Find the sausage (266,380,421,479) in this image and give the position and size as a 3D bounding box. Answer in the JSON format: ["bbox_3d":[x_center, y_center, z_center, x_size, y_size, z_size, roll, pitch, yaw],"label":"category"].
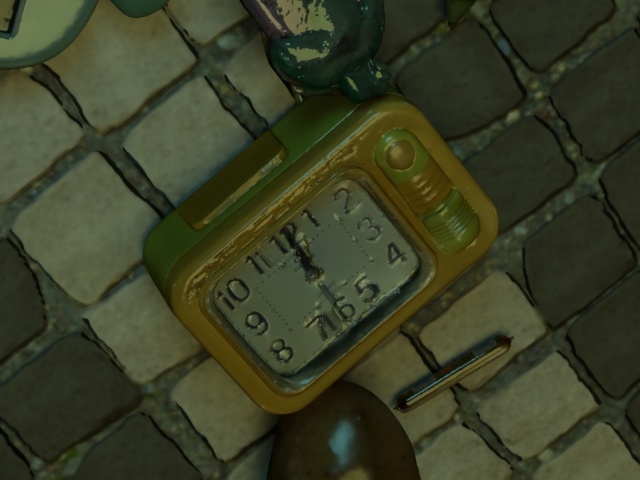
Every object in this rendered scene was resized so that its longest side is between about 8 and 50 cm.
[{"bbox_3d":[0.010,0.333,1.411,0.136,0.123,0.501,10,110,7],"label":"sausage"}]

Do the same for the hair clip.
[{"bbox_3d":[-0.035,-0.251,1.174,0.110,0.095,0.359,-6,112,11],"label":"hair clip"}]

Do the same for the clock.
[{"bbox_3d":[0.000,0.000,1.282,0.202,0.096,0.143,-40,122,0],"label":"clock"}]

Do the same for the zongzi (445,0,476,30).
[{"bbox_3d":[0.126,-0.198,1.276,0.104,0.052,0.113,-19,130,-19],"label":"zongzi"}]

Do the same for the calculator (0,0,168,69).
[{"bbox_3d":[-0.216,-0.195,1.150,0.298,0.041,0.186,9,108,-21],"label":"calculator"}]

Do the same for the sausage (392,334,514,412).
[{"bbox_3d":[0.094,0.094,1.400,0.100,0.015,0.015,-31,119,-6],"label":"sausage"}]
